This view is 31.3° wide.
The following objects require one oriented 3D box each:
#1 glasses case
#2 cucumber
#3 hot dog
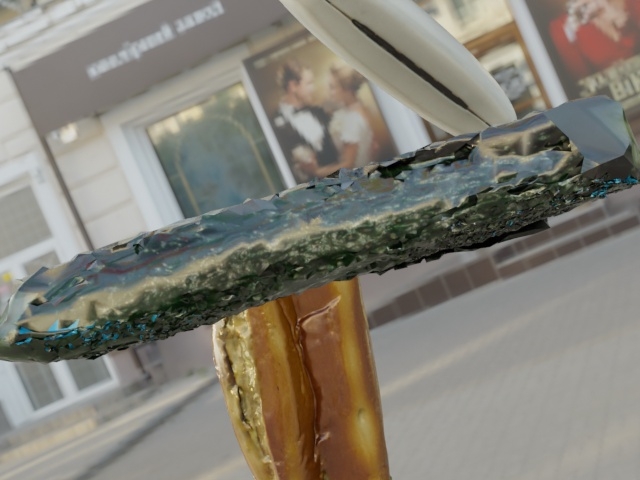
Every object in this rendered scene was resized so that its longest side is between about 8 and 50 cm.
[{"bbox_3d":[0.041,-0.116,0.665,0.049,0.197,0.076,-49,34,15],"label":"glasses case"},{"bbox_3d":[0.000,-0.001,0.432,0.257,0.043,0.044,-17,-20,-9],"label":"cucumber"},{"bbox_3d":[-0.016,0.098,0.820,0.115,0.269,0.072,-10,6,-30],"label":"hot dog"}]
